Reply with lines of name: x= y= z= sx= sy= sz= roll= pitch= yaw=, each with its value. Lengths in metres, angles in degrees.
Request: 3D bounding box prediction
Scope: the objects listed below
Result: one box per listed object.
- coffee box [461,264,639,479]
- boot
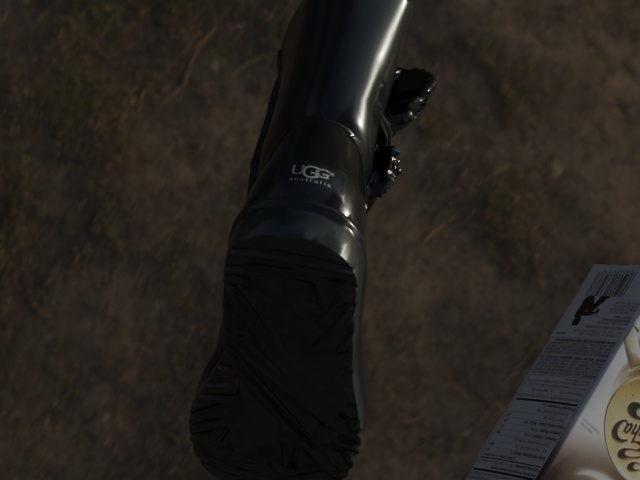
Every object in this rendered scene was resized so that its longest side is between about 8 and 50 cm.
coffee box: x=0.290 y=0.190 z=1.549 sx=0.168 sy=0.119 sz=0.297 roll=43 pitch=68 yaw=-23
boot: x=0.000 y=0.000 z=0.849 sx=0.094 sy=0.246 sz=0.207 roll=12 pitch=48 yaw=5
